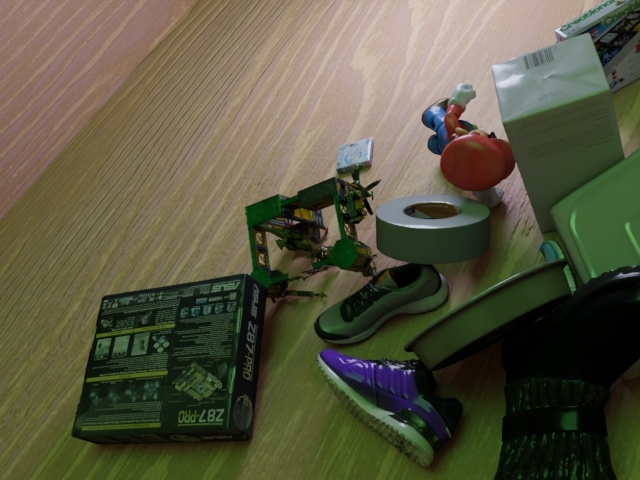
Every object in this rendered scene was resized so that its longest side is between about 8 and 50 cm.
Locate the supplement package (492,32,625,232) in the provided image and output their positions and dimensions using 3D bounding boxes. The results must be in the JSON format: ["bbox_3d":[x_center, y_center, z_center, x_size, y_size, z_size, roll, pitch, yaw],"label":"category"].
[{"bbox_3d":[0.442,-0.186,1.266,0.178,0.293,0.175,-15,44,20],"label":"supplement package"}]

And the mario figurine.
[{"bbox_3d":[0.321,-0.196,1.436,0.170,0.198,0.320,-49,22,15],"label":"mario figurine"}]

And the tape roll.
[{"bbox_3d":[0.216,-0.026,1.347,0.219,0.072,0.219,-3,20,1],"label":"tape roll"}]

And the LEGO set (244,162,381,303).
[{"bbox_3d":[0.000,0.000,1.505,0.331,0.192,0.255,-28,68,28],"label":"LEGO set"}]

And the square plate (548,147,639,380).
[{"bbox_3d":[0.533,-0.013,1.062,0.347,0.049,0.344,-41,45,37],"label":"square plate"}]

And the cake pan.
[{"bbox_3d":[0.274,0.126,1.111,0.293,0.293,0.054,-29,72,5],"label":"cake pan"}]

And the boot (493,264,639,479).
[{"bbox_3d":[0.380,0.214,0.965,0.348,0.131,0.260,-50,19,46],"label":"boot"}]

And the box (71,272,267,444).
[{"bbox_3d":[-0.309,0.248,1.432,0.395,0.097,0.318,-10,59,26],"label":"box"}]

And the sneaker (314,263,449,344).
[{"bbox_3d":[0.105,0.110,1.342,0.272,0.108,0.100,-26,42,11],"label":"sneaker"}]

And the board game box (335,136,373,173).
[{"bbox_3d":[0.086,-0.212,1.739,0.090,0.020,0.090,-13,44,23],"label":"board game box"}]

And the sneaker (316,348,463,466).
[{"bbox_3d":[0.124,0.253,1.204,0.146,0.102,0.293,-42,45,-17],"label":"sneaker"}]

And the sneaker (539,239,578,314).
[{"bbox_3d":[0.406,0.065,1.223,0.073,0.063,0.162,-22,40,20],"label":"sneaker"}]

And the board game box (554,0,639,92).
[{"bbox_3d":[0.652,-0.429,1.448,0.305,0.193,0.053,-29,41,4],"label":"board game box"}]

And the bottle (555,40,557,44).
[{"bbox_3d":[0.664,-0.466,1.533,0.283,0.118,0.092,-27,74,9],"label":"bottle"}]
